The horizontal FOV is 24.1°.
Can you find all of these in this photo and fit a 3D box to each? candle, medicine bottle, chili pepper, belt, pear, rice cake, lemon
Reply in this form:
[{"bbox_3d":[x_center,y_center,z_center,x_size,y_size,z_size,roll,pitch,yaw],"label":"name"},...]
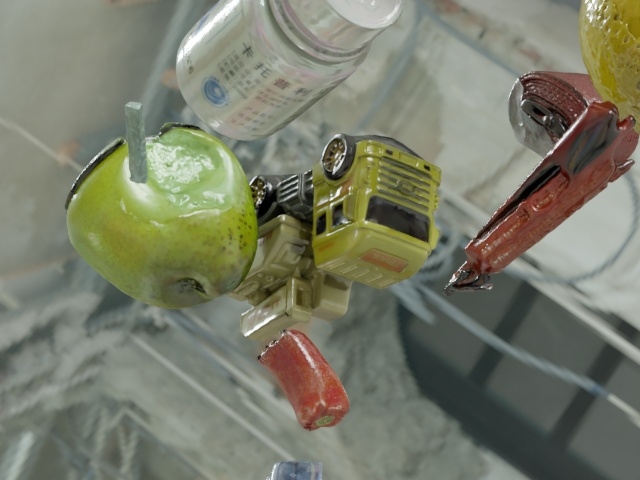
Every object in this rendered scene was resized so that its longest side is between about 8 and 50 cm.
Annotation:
[{"bbox_3d":[0.243,-0.038,1.708,0.302,0.084,0.059,-44,-4,20],"label":"candle"},{"bbox_3d":[-0.035,-0.243,1.758,0.170,0.170,0.293,-38,4,-40],"label":"medicine bottle"},{"bbox_3d":[-0.017,0.170,1.799,0.073,0.123,0.070,-34,-17,3],"label":"chili pepper"},{"bbox_3d":[0.375,-0.186,2.280,0.124,0.201,0.128,-1,-63,-35],"label":"belt"},{"bbox_3d":[-0.210,-0.027,2.214,0.292,0.292,0.159,-41,-20,-36],"label":"pear"},{"bbox_3d":[-0.242,-0.127,1.973,0.021,0.022,0.121,-49,-32,-47],"label":"rice cake"},{"bbox_3d":[0.454,-0.262,1.882,0.258,0.310,0.258,-15,-17,-5],"label":"lemon"}]

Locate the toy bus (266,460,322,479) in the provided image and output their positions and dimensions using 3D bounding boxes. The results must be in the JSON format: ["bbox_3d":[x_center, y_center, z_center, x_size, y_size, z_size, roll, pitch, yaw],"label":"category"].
[{"bbox_3d":[-0.041,0.351,1.863,0.064,0.075,0.190,-83,3,-51],"label":"toy bus"}]

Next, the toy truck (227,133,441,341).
[{"bbox_3d":[0.000,0.000,2.300,0.181,0.254,0.405,17,-27,-35],"label":"toy truck"}]
